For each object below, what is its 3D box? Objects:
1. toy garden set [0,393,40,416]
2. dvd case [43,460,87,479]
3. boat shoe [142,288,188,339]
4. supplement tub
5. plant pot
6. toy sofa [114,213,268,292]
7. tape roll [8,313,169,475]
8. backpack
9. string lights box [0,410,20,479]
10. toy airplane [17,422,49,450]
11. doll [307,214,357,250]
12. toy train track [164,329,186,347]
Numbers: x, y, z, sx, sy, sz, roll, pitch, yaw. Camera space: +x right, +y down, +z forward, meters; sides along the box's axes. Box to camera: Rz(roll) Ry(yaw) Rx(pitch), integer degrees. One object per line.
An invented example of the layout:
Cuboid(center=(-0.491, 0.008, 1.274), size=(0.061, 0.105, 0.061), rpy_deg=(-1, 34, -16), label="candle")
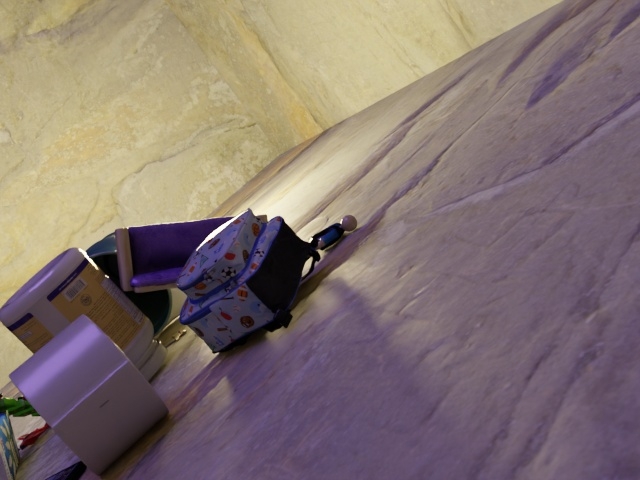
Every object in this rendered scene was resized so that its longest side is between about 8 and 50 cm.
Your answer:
Cuboid(center=(-0.737, 0.407, 2.043), size=(0.203, 0.049, 0.244), rpy_deg=(-22, -19, 19), label="toy garden set")
Cuboid(center=(-0.571, 0.522, 1.492), size=(0.253, 0.022, 0.180), rpy_deg=(-31, 12, 28), label="dvd case")
Cuboid(center=(-0.453, 0.202, 2.204), size=(0.102, 0.108, 0.301), rpy_deg=(-21, 27, 50), label="boat shoe")
Cuboid(center=(-0.539, 0.206, 1.813), size=(0.241, 0.331, 0.241), rpy_deg=(-36, 16, 12), label="supplement tub")
Cuboid(center=(-0.515, 0.101, 2.054), size=(0.271, 0.272, 0.255), rpy_deg=(-35, 22, 10), label="plant pot")
Cuboid(center=(-0.295, 0.026, 1.862), size=(0.362, 0.150, 0.177), rpy_deg=(-6, 2, -22), label="toy sofa")
Cuboid(center=(-0.418, 0.279, 1.429), size=(0.169, 0.246, 0.246), rpy_deg=(-42, 12, -21), label="tape roll")
Cuboid(center=(-0.164, 0.088, 1.557), size=(0.263, 0.213, 0.276), rpy_deg=(-43, 10, 31), label="backpack")
Cuboid(center=(-0.769, 0.501, 1.846), size=(0.076, 0.134, 0.259), rpy_deg=(-15, 6, -16), label="string lights box")
Cuboid(center=(-0.733, 0.497, 2.054), size=(0.151, 0.028, 0.151), rpy_deg=(-34, 13, 9), label="toy airplane")
Cuboid(center=(0.000, 0.000, 1.762), size=(0.189, 0.046, 0.129), rpy_deg=(-28, 4, 14), label="doll")
Cuboid(center=(-0.375, 0.250, 1.984), size=(0.083, 0.014, 0.048), rpy_deg=(-37, 11, 3), label="toy train track")
